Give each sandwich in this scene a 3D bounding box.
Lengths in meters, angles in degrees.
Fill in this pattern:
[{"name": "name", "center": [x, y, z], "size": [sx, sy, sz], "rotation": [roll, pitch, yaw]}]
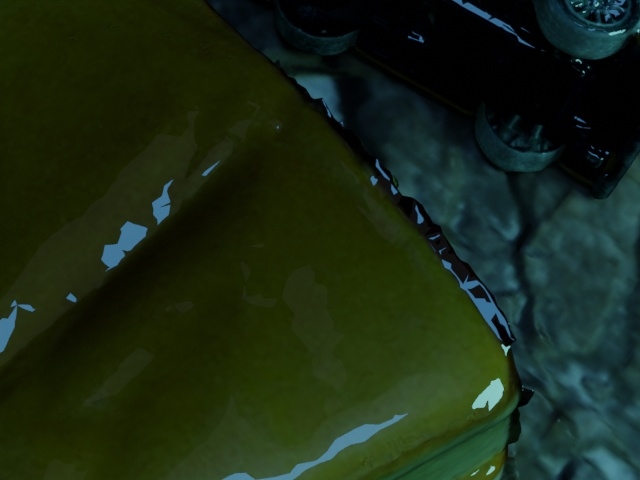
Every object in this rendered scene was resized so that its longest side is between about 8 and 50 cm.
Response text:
[{"name": "sandwich", "center": [-0.088, 0.039, 0.506], "size": [0.198, 0.155, 0.227], "rotation": [-30, 61, -20]}]

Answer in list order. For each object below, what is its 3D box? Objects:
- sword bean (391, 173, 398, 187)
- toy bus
[{"name": "sword bean", "center": [0.000, 0.000, 0.638], "size": [0.012, 0.012, 0.083], "rotation": [43, 60, 12]}, {"name": "toy bus", "center": [0.056, -0.119, 0.667], "size": [0.201, 0.098, 0.114], "rotation": [30, 58, 5]}]
